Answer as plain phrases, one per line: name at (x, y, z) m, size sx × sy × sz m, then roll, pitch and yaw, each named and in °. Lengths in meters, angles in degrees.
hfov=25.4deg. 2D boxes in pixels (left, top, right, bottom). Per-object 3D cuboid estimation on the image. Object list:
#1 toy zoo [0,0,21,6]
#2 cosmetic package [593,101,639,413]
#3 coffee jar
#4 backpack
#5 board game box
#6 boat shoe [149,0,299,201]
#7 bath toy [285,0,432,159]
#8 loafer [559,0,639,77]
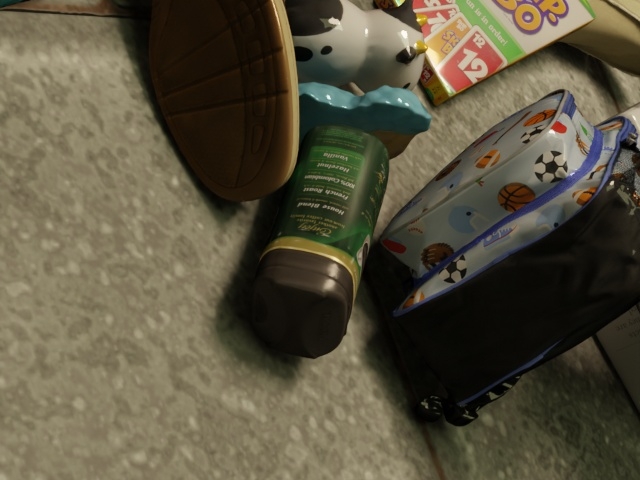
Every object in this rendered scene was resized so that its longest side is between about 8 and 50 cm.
toy zoo at (-0.261, -0.268, 1.064) m, size 0.293 × 0.030 × 0.192 m, roll -30°, pitch 90°, yaw -52°
cosmetic package at (0.410, 0.070, 1.478) m, size 0.230 × 0.161 × 0.453 m, roll -29°, pitch 90°, yaw -51°
coffee jar at (0.000, 0.000, 1.127) m, size 0.079 × 0.096 × 0.184 m, roll 12°, pitch 47°, yaw 5°
backpack at (0.192, -0.002, 1.232) m, size 0.213 × 0.276 × 0.263 m, roll 61°, pitch 26°, yaw -1°
board game box at (0.182, -0.243, 1.470) m, size 0.259 × 0.039 × 0.124 m, roll -30°, pitch 90°, yaw -36°
boat shoe at (-0.072, -0.201, 1.153) m, size 0.123 × 0.123 × 0.342 m, roll -7°, pitch 79°, yaw -63°
bath toy at (0.026, -0.245, 1.267) m, size 0.151 × 0.129 × 0.348 m, roll 18°, pitch 58°, yaw -39°
loafer at (0.288, -0.258, 1.607) m, size 0.268 × 0.102 × 0.092 m, roll 33°, pitch 61°, yaw -11°
